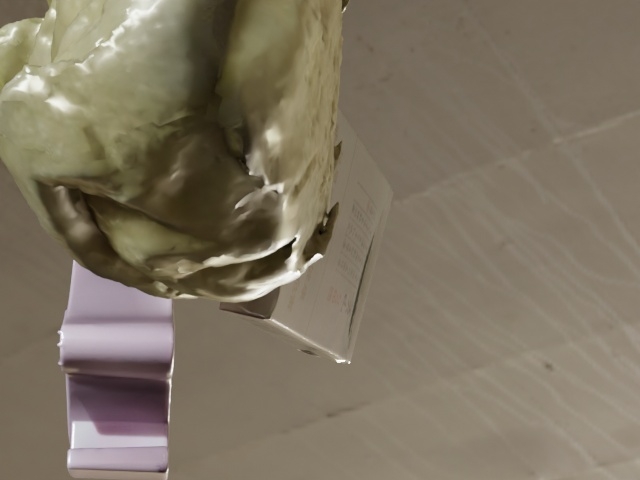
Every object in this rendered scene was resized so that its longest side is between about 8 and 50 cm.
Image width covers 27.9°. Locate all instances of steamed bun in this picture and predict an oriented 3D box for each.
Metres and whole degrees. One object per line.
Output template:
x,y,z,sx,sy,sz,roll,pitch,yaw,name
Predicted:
-0.095,-0.130,0.861,0.230,0.372,0.325,6,-40,6,steamed bun

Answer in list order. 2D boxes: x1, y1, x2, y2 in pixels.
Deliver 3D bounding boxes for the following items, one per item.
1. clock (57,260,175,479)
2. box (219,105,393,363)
-0.152,0.048,0.986,0.080,0.275,0.290,1,2,-8,clock
-0.001,0.000,1.234,0.051,0.205,0.365,12,-9,15,box
